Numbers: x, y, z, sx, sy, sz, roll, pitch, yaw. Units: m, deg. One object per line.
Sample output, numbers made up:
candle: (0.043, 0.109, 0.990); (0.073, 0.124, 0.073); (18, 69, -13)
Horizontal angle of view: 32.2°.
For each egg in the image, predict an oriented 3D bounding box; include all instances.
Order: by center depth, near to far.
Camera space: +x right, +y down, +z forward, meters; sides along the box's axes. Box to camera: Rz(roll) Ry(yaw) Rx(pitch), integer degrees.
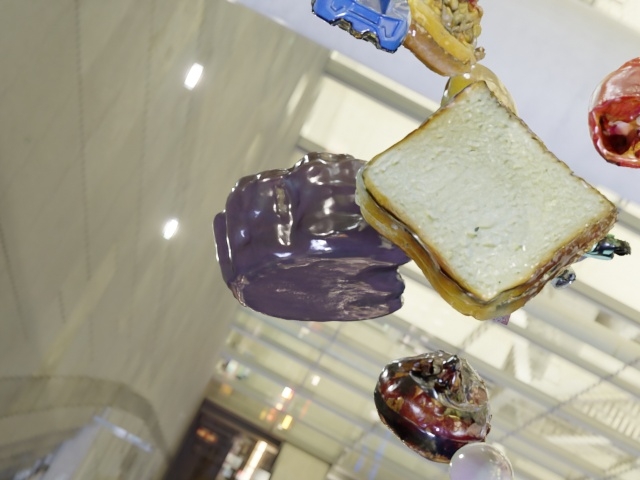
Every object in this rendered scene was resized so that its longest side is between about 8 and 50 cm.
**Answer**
egg: (0.277, 0.401, 1.908); (0.103, 0.103, 0.135); (-62, -161, -8)

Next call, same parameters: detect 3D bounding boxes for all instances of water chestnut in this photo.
water chestnut: (0.281, 0.373, 2.642); (0.300, 0.300, 0.300); (-62, 180, -1)

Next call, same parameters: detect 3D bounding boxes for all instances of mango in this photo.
mango: (0.306, -0.260, 2.151); (0.130, 0.167, 0.262); (-41, -161, 25)

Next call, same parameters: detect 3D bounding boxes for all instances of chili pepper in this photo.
chili pepper: (0.490, -0.213, 1.730); (0.338, 0.135, 0.131); (-59, 133, -61)

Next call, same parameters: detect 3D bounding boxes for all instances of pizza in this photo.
pizza: (0.162, -0.335, 1.400); (0.288, 0.251, 0.074); (-20, -175, -31)

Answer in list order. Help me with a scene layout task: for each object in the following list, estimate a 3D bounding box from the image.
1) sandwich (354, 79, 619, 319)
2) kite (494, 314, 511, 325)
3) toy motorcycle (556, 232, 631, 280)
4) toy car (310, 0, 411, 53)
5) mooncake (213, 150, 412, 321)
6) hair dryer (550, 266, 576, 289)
sandwich: (0.226, -0.048, 1.563); (0.271, 0.301, 0.099); (-37, 157, -13)
kite: (0.400, 0.147, 2.431); (0.002, 0.044, 0.078); (172, -80, -87)
toy motorcycle: (0.390, 0.003, 1.978); (0.331, 0.196, 0.125); (-2, -104, 63)
toy car: (0.053, -0.270, 1.134); (0.063, 0.103, 0.216); (-56, -165, 39)
mooncake: (0.000, 0.000, 1.903); (0.381, 0.351, 0.212); (129, -45, -58)
hair dryer: (0.422, -0.013, 2.365); (0.119, 0.296, 0.298); (-50, 159, 24)
